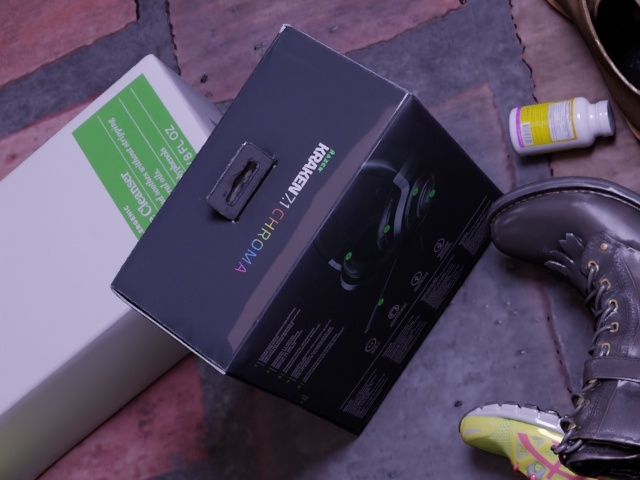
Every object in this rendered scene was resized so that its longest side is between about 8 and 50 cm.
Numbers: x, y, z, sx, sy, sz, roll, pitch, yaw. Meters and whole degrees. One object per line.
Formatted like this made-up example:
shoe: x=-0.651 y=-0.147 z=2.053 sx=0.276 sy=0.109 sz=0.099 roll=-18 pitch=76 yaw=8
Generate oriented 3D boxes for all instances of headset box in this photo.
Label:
headset box: x=0.000 y=0.000 z=1.145 sx=0.131 sy=0.283 sz=0.246 roll=33 pitch=90 yaw=29

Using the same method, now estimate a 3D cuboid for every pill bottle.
pill bottle: x=0.205 y=-0.098 z=1.219 sx=0.083 sy=0.043 sz=0.043 roll=-7 pitch=70 yaw=22

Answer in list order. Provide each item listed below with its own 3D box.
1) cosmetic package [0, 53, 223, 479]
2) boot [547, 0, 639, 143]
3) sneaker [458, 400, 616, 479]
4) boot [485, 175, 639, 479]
cosmetic package: x=-0.213 y=0.035 z=1.305 sx=0.365 sy=0.155 sz=0.197 roll=-40 pitch=64 yaw=7
boot: x=0.242 y=-0.217 z=1.202 sx=0.112 sy=0.115 sz=0.305 roll=-31 pitch=62 yaw=15
sneaker: x=0.197 y=0.186 z=1.109 sx=0.209 sy=0.081 sz=0.094 roll=16 pitch=83 yaw=27
boot: x=0.220 y=0.072 z=1.086 sx=0.263 sy=0.091 sz=0.229 roll=10 pitch=55 yaw=25
